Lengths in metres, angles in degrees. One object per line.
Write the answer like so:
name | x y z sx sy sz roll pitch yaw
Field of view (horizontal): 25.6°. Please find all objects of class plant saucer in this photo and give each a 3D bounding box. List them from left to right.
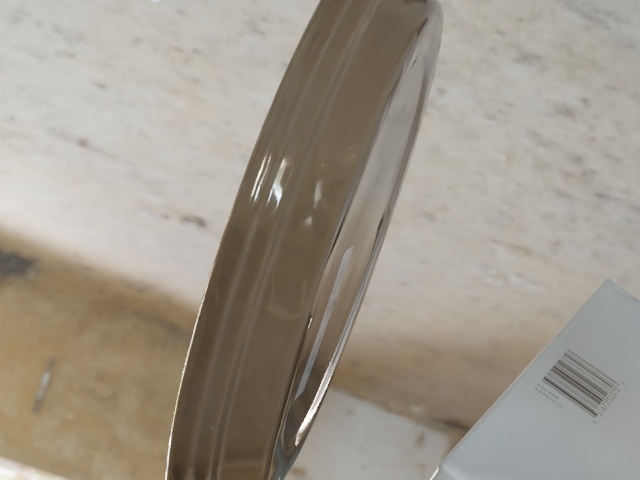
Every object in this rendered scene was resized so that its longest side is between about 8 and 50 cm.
plant saucer | 0.000 0.000 0.641 0.041 0.278 0.278 20 164 7

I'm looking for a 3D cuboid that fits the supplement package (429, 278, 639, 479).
supplement package | 0.166 0.172 0.778 0.204 0.145 0.262 36 -148 14
